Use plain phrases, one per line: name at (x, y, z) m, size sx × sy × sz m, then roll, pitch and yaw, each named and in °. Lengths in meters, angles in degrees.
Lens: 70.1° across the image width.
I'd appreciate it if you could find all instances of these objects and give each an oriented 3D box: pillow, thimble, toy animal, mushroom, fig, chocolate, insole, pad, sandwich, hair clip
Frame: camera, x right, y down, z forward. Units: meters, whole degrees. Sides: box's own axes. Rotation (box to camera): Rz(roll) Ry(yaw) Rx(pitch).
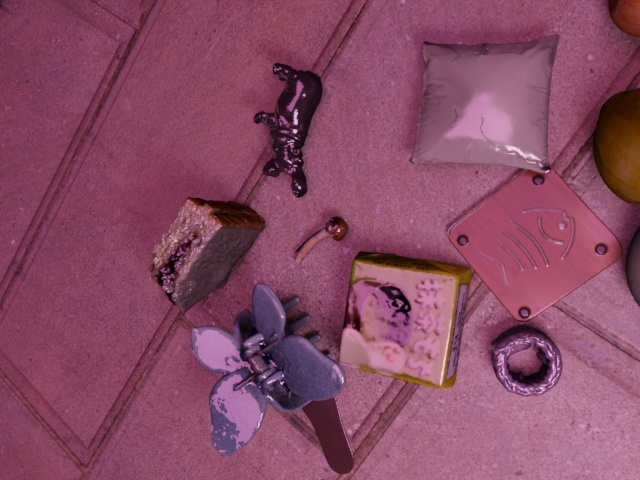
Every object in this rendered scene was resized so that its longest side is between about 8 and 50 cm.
pillow at (0.374, -0.315, 1.056) m, size 0.313 × 0.119 × 0.310 m, roll 5°, pitch 88°, yaw 21°
thimble at (0.460, 0.269, 1.026) m, size 0.150 × 0.098 × 0.150 m, roll 0°, pitch 90°, yaw 20°
toy animal at (-0.092, -0.295, 1.242) m, size 0.168 × 0.106 × 0.343 m, roll 10°, pitch 99°, yaw 13°
mushroom at (0.000, 0.000, 1.234) m, size 0.187 × 0.061 × 0.060 m, roll -35°, pitch 64°, yaw 28°
fig at (0.657, -0.195, 0.893) m, size 0.239 × 0.239 × 0.271 m, roll -38°, pitch 55°, yaw 16°
chocolate at (0.196, 0.189, 1.105) m, size 0.289 × 0.137 × 0.300 m, roll 8°, pitch 92°, yaw 20°
insole at (0.006, 0.474, 1.242) m, size 0.111 × 0.007 × 0.327 m, roll -27°, pitch 80°, yaw 19°
pad at (0.490, 0.003, 1.064) m, size 0.284 × 0.018 × 0.286 m, roll -40°, pitch 78°, yaw 15°
sandwich at (-0.320, 0.043, 1.235) m, size 0.131 × 0.262 × 0.325 m, roll 40°, pitch 102°, yaw 15°
hair clip at (-0.119, 0.293, 1.162) m, size 0.392 × 0.238 × 0.318 m, roll -37°, pitch 74°, yaw 18°

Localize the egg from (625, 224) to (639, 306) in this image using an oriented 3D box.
egg at (0.703, 0.055, 0.900) m, size 0.169 × 0.169 × 0.236 m, roll 3°, pitch 89°, yaw 21°

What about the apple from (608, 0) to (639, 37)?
apple at (0.684, -0.511, 0.896) m, size 0.188 × 0.211 × 0.211 m, roll 7°, pitch 92°, yaw 20°
